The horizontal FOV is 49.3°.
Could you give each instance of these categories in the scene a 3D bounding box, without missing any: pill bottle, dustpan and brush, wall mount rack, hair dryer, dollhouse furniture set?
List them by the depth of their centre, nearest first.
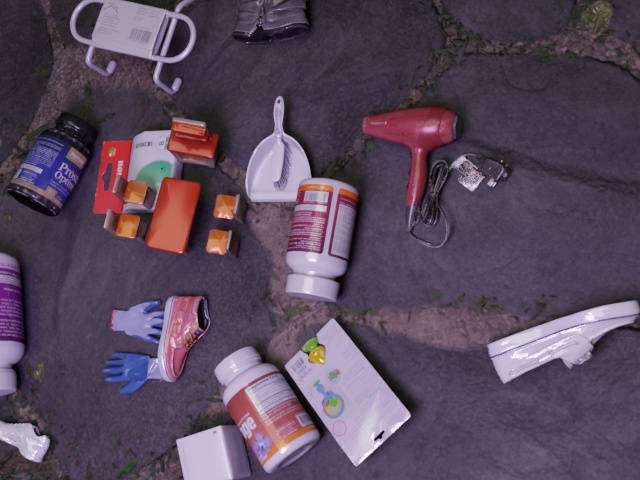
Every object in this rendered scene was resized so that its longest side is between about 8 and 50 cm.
[{"bbox_3d":[-0.105,0.310,1.300,0.121,0.121,0.216,-40,68,7],"label":"pill bottle"},{"bbox_3d":[0.189,-0.153,1.329,0.223,0.080,0.293,-44,67,6],"label":"hair dryer"},{"bbox_3d":[0.000,0.000,1.336,0.121,0.121,0.221,6,80,21],"label":"pill bottle"},{"bbox_3d":[-0.285,-0.102,1.414,0.262,0.135,0.259,10,78,4],"label":"dollhouse furniture set"},{"bbox_3d":[-0.085,-0.190,1.443,0.147,0.060,0.211,1,78,19],"label":"dustpan and brush"},{"bbox_3d":[-0.741,0.188,1.526,0.169,0.169,0.301,-16,72,15],"label":"pill bottle"},{"bbox_3d":[-0.599,-0.175,1.577,0.123,0.123,0.219,17,71,22],"label":"pill bottle"},{"bbox_3d":[-0.387,-0.508,1.595,0.350,0.130,0.304,19,88,22],"label":"wall mount rack"}]

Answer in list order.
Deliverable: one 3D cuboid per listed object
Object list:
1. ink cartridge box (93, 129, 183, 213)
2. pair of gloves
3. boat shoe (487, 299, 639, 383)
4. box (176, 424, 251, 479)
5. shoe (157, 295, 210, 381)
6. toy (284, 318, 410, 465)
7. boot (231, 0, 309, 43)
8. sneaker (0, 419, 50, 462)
[{"bbox_3d":[-0.415,-0.151,1.556,0.225,0.056,0.181,1,77,18],"label":"ink cartridge box"},{"bbox_3d":[-0.384,0.225,1.472,0.159,0.023,0.198,-3,76,21],"label":"pair of gloves"},{"bbox_3d":[0.416,0.173,1.175,0.258,0.095,0.084,-24,74,24],"label":"boat shoe"},{"bbox_3d":[-0.202,0.413,1.327,0.102,0.087,0.101,-20,71,14],"label":"box"},{"bbox_3d":[-0.276,0.197,1.417,0.081,0.063,0.178,-5,72,23],"label":"shoe"},{"bbox_3d":[0.052,0.276,1.289,0.137,0.056,0.237,-45,63,8],"label":"toy"},{"bbox_3d":[-0.037,-0.547,1.496,0.338,0.118,0.222,-11,77,28],"label":"boot"},{"bbox_3d":[-0.645,0.418,1.506,0.152,0.053,0.061,25,77,17],"label":"sneaker"}]
